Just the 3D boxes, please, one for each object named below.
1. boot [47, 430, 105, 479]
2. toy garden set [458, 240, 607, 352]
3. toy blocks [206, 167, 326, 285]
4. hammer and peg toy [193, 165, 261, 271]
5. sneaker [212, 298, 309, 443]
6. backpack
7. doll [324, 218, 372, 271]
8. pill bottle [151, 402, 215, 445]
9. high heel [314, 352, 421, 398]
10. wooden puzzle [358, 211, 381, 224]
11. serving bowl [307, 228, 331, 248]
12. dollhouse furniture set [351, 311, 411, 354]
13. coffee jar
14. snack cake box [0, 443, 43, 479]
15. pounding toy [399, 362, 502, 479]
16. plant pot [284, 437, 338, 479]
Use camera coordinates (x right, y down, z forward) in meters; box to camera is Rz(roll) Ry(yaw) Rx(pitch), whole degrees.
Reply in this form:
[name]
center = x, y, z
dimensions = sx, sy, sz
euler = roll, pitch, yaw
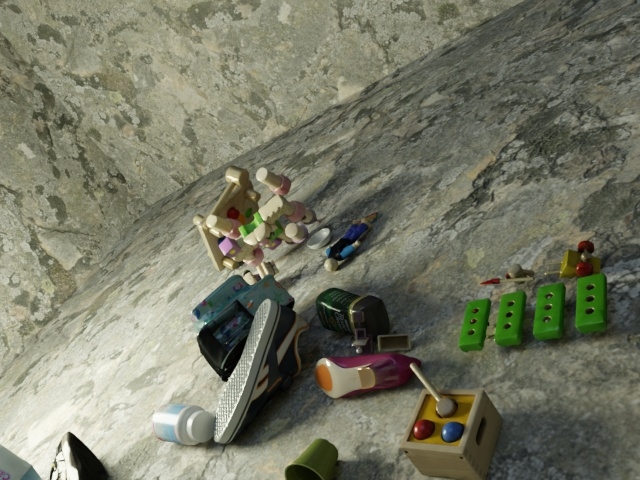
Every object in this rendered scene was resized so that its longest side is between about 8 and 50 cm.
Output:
[boot]
center = -0.640, 0.629, 1.334
dimensions = 0.284, 0.138, 0.377
euler = -42, 29, -14
[toy garden set]
center = 0.379, 0.105, 1.016
dimensions = 0.244, 0.049, 0.204
euler = -19, 30, 37
[toy blocks]
center = -0.138, -0.006, 1.794
dimensions = 0.288, 0.260, 0.309
euler = -40, 61, 14
[hammer and peg toy]
center = -0.316, -0.082, 1.974
dimensions = 0.127, 0.361, 0.266
euler = 26, 60, 26
[sneaker]
center = -0.122, 0.300, 1.268
dimensions = 0.126, 0.127, 0.321
euler = 6, 71, 66
[backpack]
center = -0.189, 0.195, 1.428
dimensions = 0.253, 0.191, 0.225
euler = -36, -14, -19
[doll]
center = 0.071, 0.014, 1.622
dimensions = 0.129, 0.046, 0.189
euler = -6, 37, 52
[pill bottle]
center = -0.310, 0.420, 1.322
dimensions = 0.160, 0.087, 0.087
euler = -12, 33, 44
[high heel]
center = 0.084, 0.256, 1.141
dimensions = 0.117, 0.082, 0.244
euler = -6, -14, -32
[wooden puzzle]
center = 0.144, -0.061, 1.714
dimensions = 0.083, 0.006, 0.049
euler = -26, 25, 22
[serving bowl]
center = 0.000, 0.000, 1.771
dimensions = 0.083, 0.027, 0.083
euler = -29, 24, 14
[dollhouse furniture set]
center = 0.116, 0.185, 1.129
dimensions = 0.114, 0.091, 0.081
euler = -5, 1, 12
[coffee jar]
center = 0.070, 0.162, 1.269
dimensions = 0.079, 0.096, 0.184
euler = -26, 15, -29
[snack cake box]
center = -0.791, 0.585, 1.445
dimensions = 0.089, 0.152, 0.264
euler = -54, -7, -35
[pounding toy]
center = 0.190, 0.272, 0.886
dimensions = 0.130, 0.100, 0.141
euler = -13, 32, 43
[plant pot]
center = -0.008, 0.385, 0.991
dimensions = 0.083, 0.083, 0.079
euler = -20, 16, 34
